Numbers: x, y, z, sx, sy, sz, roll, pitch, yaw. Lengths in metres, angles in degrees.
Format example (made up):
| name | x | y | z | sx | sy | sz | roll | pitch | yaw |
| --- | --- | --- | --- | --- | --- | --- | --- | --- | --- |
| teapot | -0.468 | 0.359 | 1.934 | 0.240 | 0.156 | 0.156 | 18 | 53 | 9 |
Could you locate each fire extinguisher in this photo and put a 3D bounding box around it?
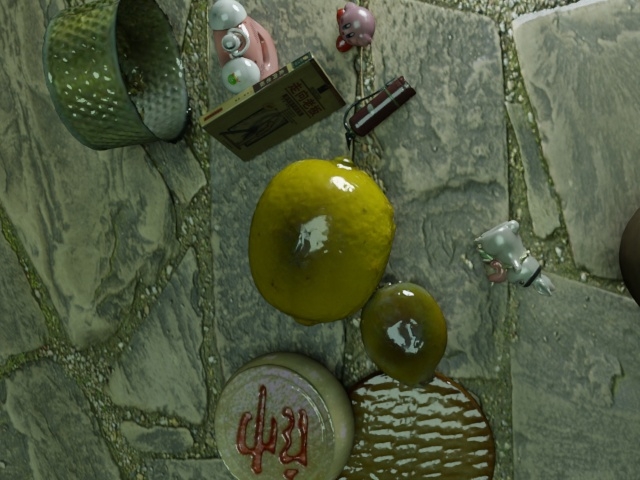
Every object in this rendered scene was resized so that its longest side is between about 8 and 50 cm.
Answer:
| name | x | y | z | sx | sy | sz | roll | pitch | yaw |
| --- | --- | --- | --- | --- | --- | --- | --- | --- | --- |
| fire extinguisher | 0.097 | -0.240 | 1.134 | 0.157 | 0.045 | 0.078 | -39 | 58 | 13 |

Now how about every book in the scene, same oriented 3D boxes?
| name | x | y | z | sx | sy | sz | roll | pitch | yaw |
| --- | --- | --- | --- | --- | --- | --- | --- | --- | --- |
| book | -0.083 | -0.233 | 1.114 | 0.230 | 0.161 | 0.027 | -28 | 65 | 13 |

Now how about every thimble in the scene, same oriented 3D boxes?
| name | x | y | z | sx | sy | sz | roll | pitch | yaw |
| --- | --- | --- | --- | --- | --- | --- | --- | --- | --- |
| thimble | -0.356 | -0.296 | 1.112 | 0.149 | 0.271 | 0.271 | -7 | 92 | 13 |

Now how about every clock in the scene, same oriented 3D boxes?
| name | x | y | z | sx | sy | sz | roll | pitch | yaw |
| --- | --- | --- | --- | --- | --- | --- | --- | --- | --- |
| clock | -0.136 | -0.339 | 1.113 | 0.092 | 0.162 | 0.166 | -12 | 92 | 10 |

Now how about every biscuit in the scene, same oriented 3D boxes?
| name | x | y | z | sx | sy | sz | roll | pitch | yaw |
| --- | --- | --- | --- | --- | --- | --- | --- | --- | --- |
| biscuit | 0.166 | 0.391 | 1.163 | 0.317 | 0.040 | 0.318 | 1 | 95 | 11 |

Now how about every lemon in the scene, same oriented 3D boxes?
| name | x | y | z | sx | sy | sz | roll | pitch | yaw |
| --- | --- | --- | --- | --- | --- | --- | --- | --- | --- |
| lemon | -0.001 | 0.002 | 1.065 | 0.260 | 0.260 | 0.284 | -5 | 111 | 12 |

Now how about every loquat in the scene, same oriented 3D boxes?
| name | x | y | z | sx | sy | sz | roll | pitch | yaw |
| --- | --- | --- | --- | --- | --- | --- | --- | --- | --- |
| loquat | 0.149 | 0.167 | 1.098 | 0.152 | 0.152 | 0.195 | -19 | 80 | 12 |

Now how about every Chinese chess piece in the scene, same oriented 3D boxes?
| name | x | y | z | sx | sy | sz | roll | pitch | yaw |
| --- | --- | --- | --- | --- | --- | --- | --- | --- | --- |
| Chinese chess piece | -0.067 | 0.343 | 1.151 | 0.269 | 0.112 | 0.270 | 1 | 92 | 23 |

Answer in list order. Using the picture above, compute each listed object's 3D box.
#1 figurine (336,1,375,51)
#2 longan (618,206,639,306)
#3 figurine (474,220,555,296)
| name | x | y | z | sx | sy | sz | roll | pitch | yaw |
| --- | --- | --- | --- | --- | --- | --- | --- | --- | --- |
| figurine | 0.065 | -0.388 | 1.114 | 0.066 | 0.071 | 0.083 | -19 | 100 | -29 |
| longan | 0.602 | 0.020 | 0.919 | 0.296 | 0.297 | 0.298 | 1 | 94 | 12 |
| figurine | 0.341 | 0.043 | 1.096 | 0.146 | 0.081 | 0.098 | 58 | 146 | -2 |
